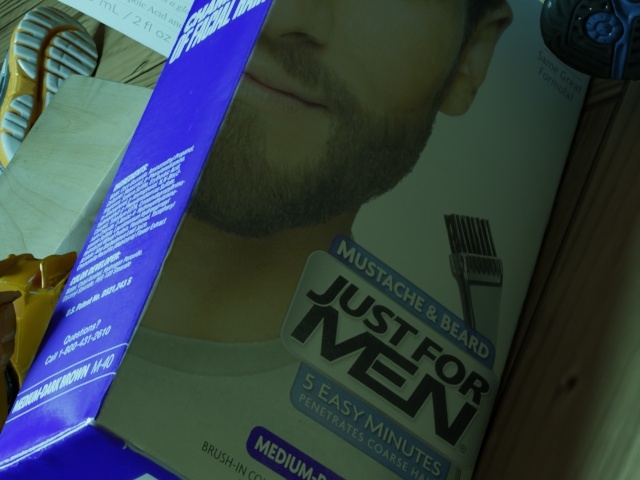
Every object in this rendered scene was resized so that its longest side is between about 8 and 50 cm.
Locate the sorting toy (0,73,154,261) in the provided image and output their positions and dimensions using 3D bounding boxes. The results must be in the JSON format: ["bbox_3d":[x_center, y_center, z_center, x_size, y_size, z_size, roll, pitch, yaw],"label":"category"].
[{"bbox_3d":[-0.187,0.014,1.438,0.255,0.089,0.257,-57,21,-5],"label":"sorting toy"}]

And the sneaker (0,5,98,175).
[{"bbox_3d":[-0.271,-0.132,1.837,0.083,0.084,0.215,-40,27,44],"label":"sneaker"}]

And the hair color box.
[{"bbox_3d":[0.000,0.000,0.942,0.110,0.185,0.339,-28,35,49],"label":"hair color box"}]

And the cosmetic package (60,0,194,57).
[{"bbox_3d":[-0.076,-0.241,1.387,0.183,0.151,0.151,-65,-4,39],"label":"cosmetic package"}]

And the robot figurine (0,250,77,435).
[{"bbox_3d":[-0.148,0.158,0.953,0.085,0.291,0.211,-2,7,21],"label":"robot figurine"}]

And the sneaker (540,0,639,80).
[{"bbox_3d":[0.193,-0.151,0.920,0.211,0.080,0.081,-35,21,21],"label":"sneaker"}]
